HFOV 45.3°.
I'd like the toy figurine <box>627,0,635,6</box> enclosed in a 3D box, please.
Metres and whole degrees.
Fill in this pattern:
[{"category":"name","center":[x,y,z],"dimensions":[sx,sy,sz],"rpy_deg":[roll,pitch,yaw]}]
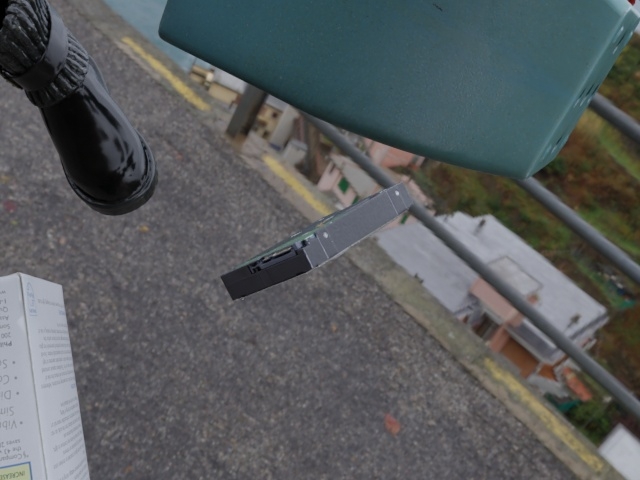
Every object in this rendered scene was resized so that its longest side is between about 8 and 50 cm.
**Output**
[{"category":"toy figurine","center":[0.362,-0.330,0.953],"dimensions":[0.173,0.159,0.130],"rpy_deg":[59,-1,-37]}]

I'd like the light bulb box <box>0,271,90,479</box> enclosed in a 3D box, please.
[{"category":"light bulb box","center":[-0.456,0.246,0.840],"dimensions":[0.358,0.360,0.225],"rpy_deg":[-9,-6,-7]}]

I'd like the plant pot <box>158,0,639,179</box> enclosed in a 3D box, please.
[{"category":"plant pot","center":[0.062,-0.145,0.475],"dimensions":[0.234,0.165,0.166],"rpy_deg":[33,24,15]}]

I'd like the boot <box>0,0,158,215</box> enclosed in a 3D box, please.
[{"category":"boot","center":[-0.376,-0.216,1.099],"dimensions":[0.348,0.131,0.260],"rpy_deg":[55,-7,25]}]

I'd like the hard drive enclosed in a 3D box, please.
[{"category":"hard drive","center":[0.000,0.000,1.465],"dimensions":[0.339,0.237,0.064],"rpy_deg":[-30,95,-47]}]
